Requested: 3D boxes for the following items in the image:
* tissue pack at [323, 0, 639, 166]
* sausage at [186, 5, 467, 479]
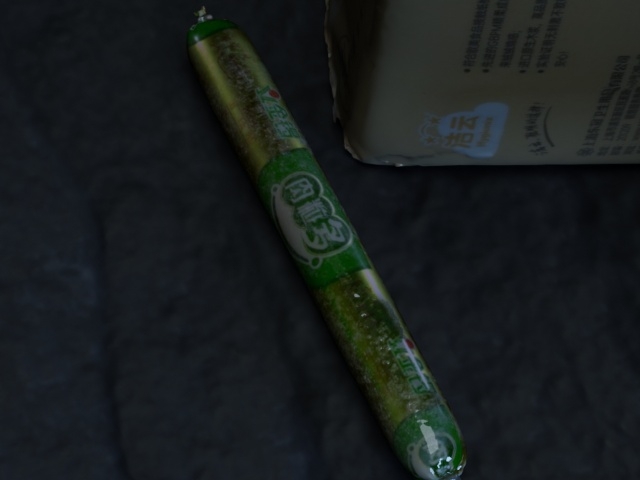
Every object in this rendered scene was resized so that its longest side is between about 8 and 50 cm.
[{"bbox_3d":[0.118,-0.198,0.839,0.239,0.305,0.238,2,61,-4],"label":"tissue pack"},{"bbox_3d":[0.000,0.000,0.877,0.033,0.033,0.269,-22,67,-16],"label":"sausage"}]
